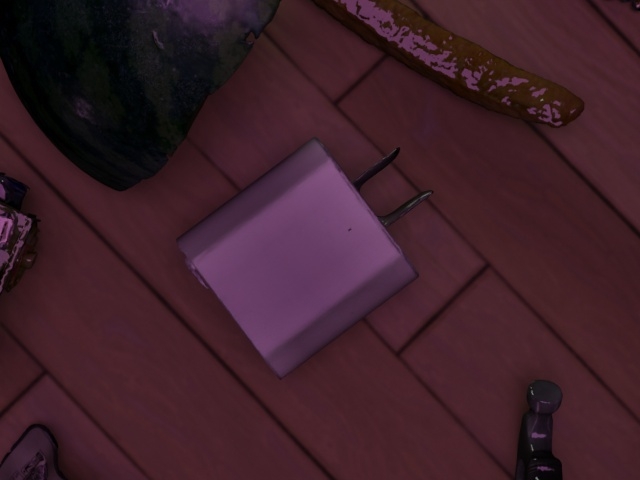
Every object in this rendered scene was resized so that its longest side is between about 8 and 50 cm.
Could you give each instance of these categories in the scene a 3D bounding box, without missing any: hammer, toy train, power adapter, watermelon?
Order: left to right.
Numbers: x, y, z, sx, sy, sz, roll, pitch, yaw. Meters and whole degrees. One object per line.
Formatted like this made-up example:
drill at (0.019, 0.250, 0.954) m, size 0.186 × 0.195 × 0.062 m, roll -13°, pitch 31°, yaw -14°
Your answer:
toy train at (-0.389, 0.047, 1.727) m, size 0.134 × 0.177 × 0.260 m, roll 24°, pitch 89°, yaw -1°
watermelon at (-0.177, -0.172, 1.695) m, size 0.319 × 0.292 × 0.222 m, roll -1°, pitch 85°, yaw -10°
power adapter at (0.000, 0.000, 1.764) m, size 0.255 × 0.124 × 0.187 m, roll -37°, pitch 91°, yaw -2°
hammer at (0.235, 0.273, 1.716) m, size 0.041 × 0.226 × 0.158 m, roll 0°, pitch 128°, yaw -4°

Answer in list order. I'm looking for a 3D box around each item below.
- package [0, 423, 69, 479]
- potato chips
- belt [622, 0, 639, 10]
package at (-0.334, 0.320, 1.759) m, size 0.232 × 0.040 × 0.166 m, roll -50°, pitch 53°, yaw 2°
potato chips at (0.096, -0.227, 1.794) m, size 0.407 × 0.080 × 0.057 m, roll 33°, pitch 72°, yaw 1°
belt at (0.276, -0.314, 1.808) m, size 0.179 × 0.100 × 0.065 m, roll 21°, pitch 89°, yaw 15°
